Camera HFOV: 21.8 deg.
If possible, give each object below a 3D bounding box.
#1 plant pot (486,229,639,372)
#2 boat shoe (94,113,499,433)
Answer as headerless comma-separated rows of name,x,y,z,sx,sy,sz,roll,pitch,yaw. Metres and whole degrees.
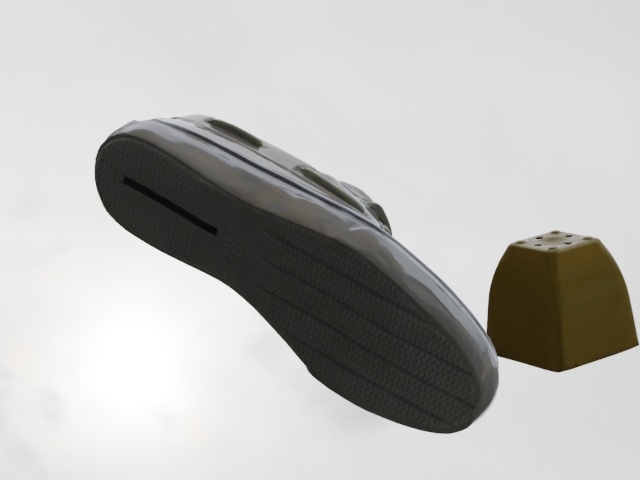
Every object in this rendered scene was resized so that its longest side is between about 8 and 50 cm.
plant pot,0.171,0.039,1.193,0.081,0.082,0.083,13,-68,54
boat shoe,0.000,0.000,0.780,0.226,0.076,0.083,36,-50,18
